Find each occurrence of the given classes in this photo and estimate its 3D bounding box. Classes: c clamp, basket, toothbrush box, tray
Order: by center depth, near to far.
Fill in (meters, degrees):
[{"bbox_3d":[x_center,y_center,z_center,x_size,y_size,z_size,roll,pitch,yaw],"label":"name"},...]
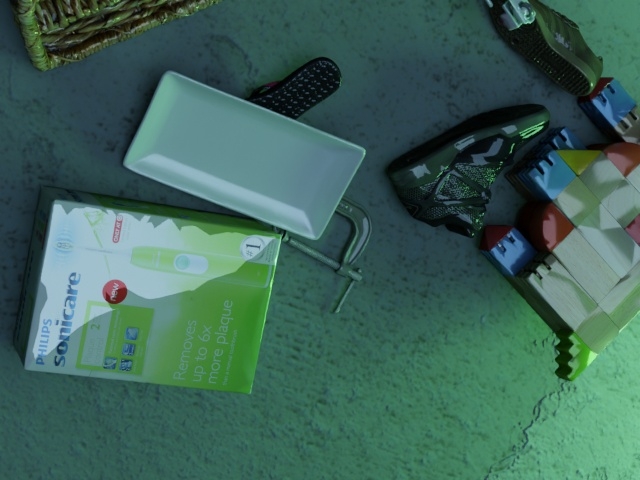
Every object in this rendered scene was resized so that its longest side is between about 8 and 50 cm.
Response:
[{"bbox_3d":[-0.214,-0.333,1.582,0.299,0.213,0.223,-23,107,-13],"label":"basket"},{"bbox_3d":[-0.212,0.061,1.712,0.283,0.122,0.206,10,97,-19],"label":"toothbrush box"},{"bbox_3d":[-0.094,-0.107,1.740,0.270,0.030,0.145,21,117,-17],"label":"tray"},{"bbox_3d":[0.000,0.000,1.826,0.160,0.022,0.137,34,88,-22],"label":"c clamp"}]

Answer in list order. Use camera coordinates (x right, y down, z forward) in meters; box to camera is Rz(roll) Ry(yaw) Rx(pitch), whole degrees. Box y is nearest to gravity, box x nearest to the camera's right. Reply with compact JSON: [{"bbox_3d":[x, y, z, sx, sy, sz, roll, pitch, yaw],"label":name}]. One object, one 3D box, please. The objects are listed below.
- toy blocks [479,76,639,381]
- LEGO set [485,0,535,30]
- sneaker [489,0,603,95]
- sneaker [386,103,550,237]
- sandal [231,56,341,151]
[{"bbox_3d":[0.365,-0.041,1.884,0.381,0.191,0.261,-45,100,-7],"label":"toy blocks"},{"bbox_3d":[0.301,-0.387,1.820,0.287,0.107,0.132,-35,110,-29],"label":"LEGO set"},{"bbox_3d":[0.300,-0.274,1.864,0.188,0.066,0.071,46,50,-12],"label":"sneaker"},{"bbox_3d":[0.211,-0.090,1.851,0.227,0.087,0.130,-30,111,-8],"label":"sneaker"},{"bbox_3d":[-0.054,-0.170,1.754,0.179,0.040,0.067,-31,118,6],"label":"sandal"}]
